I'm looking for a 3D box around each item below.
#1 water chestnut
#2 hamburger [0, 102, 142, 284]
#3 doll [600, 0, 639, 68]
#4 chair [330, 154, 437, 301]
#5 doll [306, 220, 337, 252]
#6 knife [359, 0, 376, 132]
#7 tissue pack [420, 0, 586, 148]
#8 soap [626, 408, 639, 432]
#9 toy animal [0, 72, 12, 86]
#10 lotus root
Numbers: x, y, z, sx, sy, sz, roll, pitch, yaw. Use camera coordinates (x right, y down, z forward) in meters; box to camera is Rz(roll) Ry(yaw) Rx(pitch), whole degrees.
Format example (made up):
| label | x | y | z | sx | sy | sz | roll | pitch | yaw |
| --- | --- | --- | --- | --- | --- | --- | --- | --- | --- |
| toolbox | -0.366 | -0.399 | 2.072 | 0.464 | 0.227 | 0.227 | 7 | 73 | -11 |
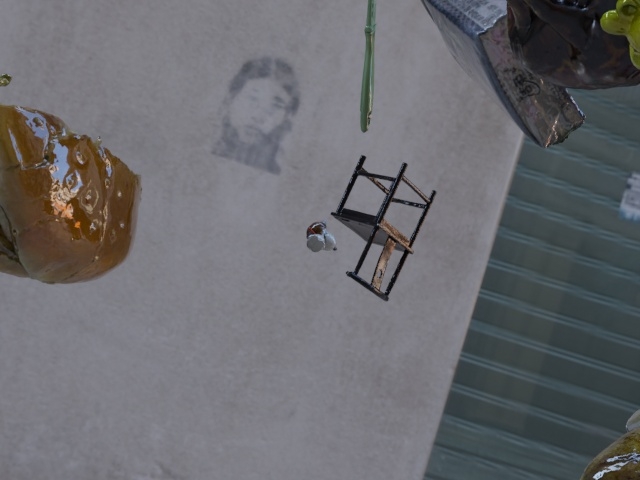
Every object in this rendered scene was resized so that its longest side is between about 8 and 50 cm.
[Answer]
| label | x | y | z | sx | sy | sz | roll | pitch | yaw |
| --- | --- | --- | --- | --- | --- | --- | --- | --- | --- |
| water chestnut | 0.356 | -0.326 | 0.987 | 0.289 | 0.289 | 0.244 | 15 | 2 | 32 |
| hamburger | -0.270 | -0.031 | 0.791 | 0.143 | 0.157 | 0.283 | -8 | -15 | 13 |
| doll | 0.387 | -0.193 | 0.743 | 0.241 | 0.099 | 0.135 | 13 | 3 | -15 |
| chair | 0.116 | -0.024 | 1.609 | 0.141 | 0.260 | 0.154 | 16 | -13 | 44 |
| doll | -0.005 | -0.004 | 1.240 | 0.058 | 0.040 | 0.085 | 45 | 18 | 18 |
| knife | 0.053 | -0.221 | 0.834 | 0.014 | 0.207 | 0.030 | 5 | 7 | 14 |
| tissue pack | 0.352 | -0.381 | 1.559 | 0.288 | 0.124 | 0.394 | 48 | 13 | -29 |
| soap | 0.682 | 0.231 | 1.171 | 0.293 | 0.156 | 0.335 | -24 | -18 | -29 |
| toy animal | -0.536 | -0.200 | 1.188 | 0.073 | 0.181 | 0.136 | -21 | -16 | 16 |
| lotus root | 0.356 | 0.274 | 0.879 | 0.190 | 0.108 | 0.094 | -10 | -1 | -29 |
